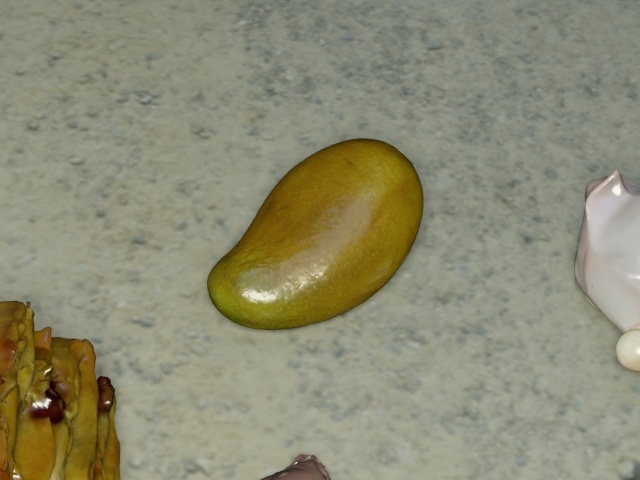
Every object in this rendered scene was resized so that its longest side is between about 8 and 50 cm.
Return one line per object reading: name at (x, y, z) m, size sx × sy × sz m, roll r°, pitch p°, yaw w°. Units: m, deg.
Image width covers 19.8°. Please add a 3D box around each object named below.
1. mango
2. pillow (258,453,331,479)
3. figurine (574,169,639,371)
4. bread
mango at (0.000, 0.000, 1.603) m, size 0.136 × 0.099 × 0.227 m, roll 40°, pitch 62°, yaw 20°
pillow at (-0.005, 0.246, 1.410) m, size 0.118 × 0.043 × 0.185 m, roll -24°, pitch 55°, yaw -24°
figurine at (0.336, 0.047, 1.582) m, size 0.276 × 0.133 × 0.200 m, roll 33°, pitch 48°, yaw 20°
bread at (-0.311, 0.154, 1.335) m, size 0.325 × 0.167 × 0.277 m, roll -1°, pitch 33°, yaw -4°
